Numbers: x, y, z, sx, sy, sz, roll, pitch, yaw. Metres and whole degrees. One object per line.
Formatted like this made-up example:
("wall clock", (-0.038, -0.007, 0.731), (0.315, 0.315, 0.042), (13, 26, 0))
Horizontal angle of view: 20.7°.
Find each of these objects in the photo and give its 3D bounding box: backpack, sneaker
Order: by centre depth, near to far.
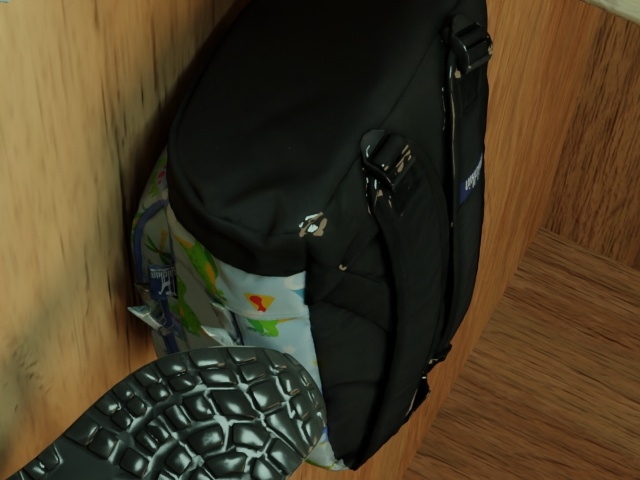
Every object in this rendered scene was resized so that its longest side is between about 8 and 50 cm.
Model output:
("sneaker", (-0.133, 0.154, 1.109), (0.283, 0.107, 0.124), (-28, 176, -12))
("backpack", (0.000, 0.000, 1.239), (0.290, 0.273, 0.355), (-60, 145, -33))

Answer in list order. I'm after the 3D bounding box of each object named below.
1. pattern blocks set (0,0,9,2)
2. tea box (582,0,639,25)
("pattern blocks set", (-0.217, -0.001, 0.771), (0.324, 0.026, 0.285), (-69, 167, 20))
("tea box", (0.088, -0.306, 0.733), (0.220, 0.329, 0.323), (-44, 157, -60))
